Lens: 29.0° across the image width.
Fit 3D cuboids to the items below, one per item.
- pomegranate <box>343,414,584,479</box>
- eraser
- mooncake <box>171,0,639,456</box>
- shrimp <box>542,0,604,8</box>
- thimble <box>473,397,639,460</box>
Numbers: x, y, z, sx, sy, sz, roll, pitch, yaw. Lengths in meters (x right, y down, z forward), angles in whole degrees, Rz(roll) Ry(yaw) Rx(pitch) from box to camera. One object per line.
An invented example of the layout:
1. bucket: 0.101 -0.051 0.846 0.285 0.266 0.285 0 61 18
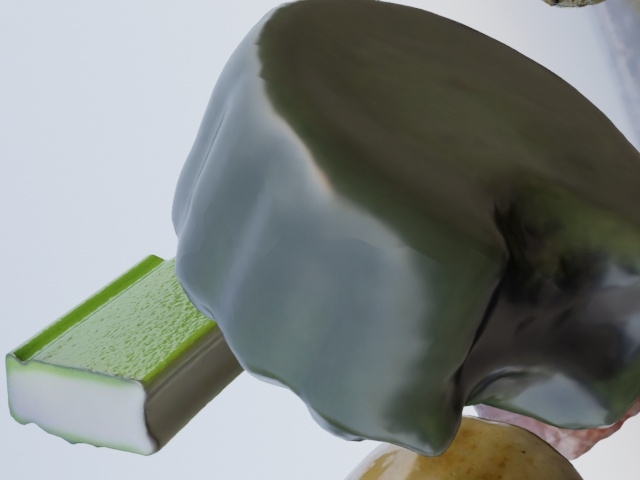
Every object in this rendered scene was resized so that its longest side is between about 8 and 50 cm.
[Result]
1. pomegranate: 0.127 0.312 1.149 0.307 0.307 0.307 -20 -90 -74
2. eraser: -0.186 0.112 1.342 0.274 0.210 0.092 -40 -52 -49
3. mooncake: 0.068 -0.012 0.831 0.351 0.187 0.351 18 -146 -12
4. shrimp: 0.292 -0.359 1.338 0.051 0.150 0.217 -65 -22 -67
5. thimble: 0.306 0.172 1.591 0.162 0.239 0.239 57 -162 -6
